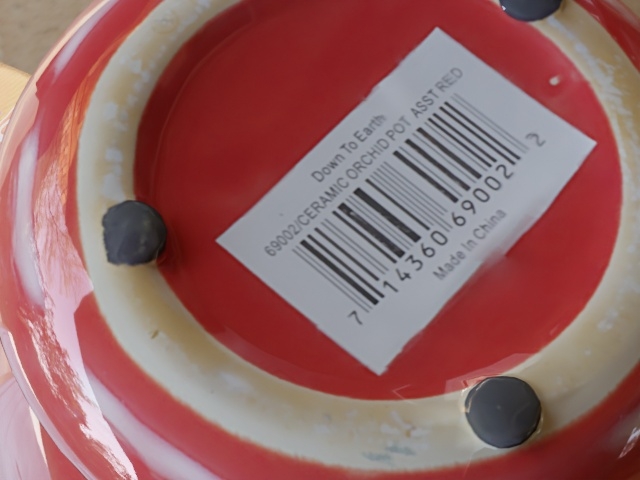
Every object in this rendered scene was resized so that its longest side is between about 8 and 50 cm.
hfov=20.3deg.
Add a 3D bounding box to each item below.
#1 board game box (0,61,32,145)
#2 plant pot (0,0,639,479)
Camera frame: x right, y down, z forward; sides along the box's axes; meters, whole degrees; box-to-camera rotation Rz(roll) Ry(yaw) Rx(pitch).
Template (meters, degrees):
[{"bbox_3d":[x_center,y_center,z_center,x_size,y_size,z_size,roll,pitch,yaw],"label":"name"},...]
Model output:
[{"bbox_3d":[-0.244,0.107,1.400,0.356,0.356,0.356,-50,118,-9],"label":"board game box"},{"bbox_3d":[0.004,0.022,0.452,0.191,0.174,0.191,1,62,-2],"label":"plant pot"}]
